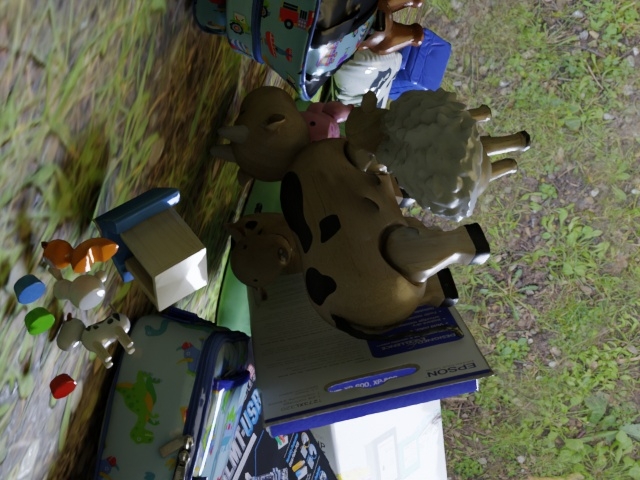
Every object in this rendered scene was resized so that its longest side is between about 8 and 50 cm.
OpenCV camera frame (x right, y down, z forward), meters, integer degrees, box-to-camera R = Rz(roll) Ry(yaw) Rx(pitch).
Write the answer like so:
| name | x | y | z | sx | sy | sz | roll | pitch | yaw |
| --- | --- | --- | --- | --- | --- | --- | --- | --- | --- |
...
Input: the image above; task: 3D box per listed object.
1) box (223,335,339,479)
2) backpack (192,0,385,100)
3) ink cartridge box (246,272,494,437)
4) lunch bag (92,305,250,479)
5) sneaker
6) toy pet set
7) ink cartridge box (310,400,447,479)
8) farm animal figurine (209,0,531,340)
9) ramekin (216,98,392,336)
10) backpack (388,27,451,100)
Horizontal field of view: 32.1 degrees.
| name | x | y | z | sx | sy | sz | roll | pitch | yaw |
| --- | --- | --- | --- | --- | --- | --- | --- | --- | --- |
| box | -0.067 | 0.300 | 1.150 | 0.293 | 0.073 | 0.295 | 59 | 26 | -21 |
| backpack | -0.014 | -0.174 | 0.677 | 0.173 | 0.117 | 0.158 | -66 | 173 | -55 |
| ink cartridge box | 0.029 | 0.084 | 0.980 | 0.371 | 0.176 | 0.069 | -109 | -173 | -74 |
| lunch bag | -0.116 | 0.145 | 0.902 | 0.219 | 0.090 | 0.176 | 72 | 30 | -84 |
| sneaker | 0.046 | -0.176 | 1.471 | 0.235 | 0.094 | 0.153 | -134 | -126 | -84 |
| toy pet set | -0.125 | 0.012 | 0.621 | 0.114 | 0.065 | 0.122 | -31 | 153 | -23 |
| ink cartridge box | 0.033 | 0.260 | 1.517 | 0.197 | 0.198 | 0.270 | -26 | 121 | -34 |
| farm animal figurine | -0.002 | -0.039 | 0.924 | 0.327 | 0.172 | 0.330 | -121 | -149 | -41 |
| ramekin | 0.000 | 0.000 | 1.299 | 0.303 | 0.148 | 0.303 | 19 | 90 | -85 |
| backpack | 0.122 | -0.268 | 1.665 | 0.120 | 0.101 | 0.098 | 0 | -117 | 61 |
